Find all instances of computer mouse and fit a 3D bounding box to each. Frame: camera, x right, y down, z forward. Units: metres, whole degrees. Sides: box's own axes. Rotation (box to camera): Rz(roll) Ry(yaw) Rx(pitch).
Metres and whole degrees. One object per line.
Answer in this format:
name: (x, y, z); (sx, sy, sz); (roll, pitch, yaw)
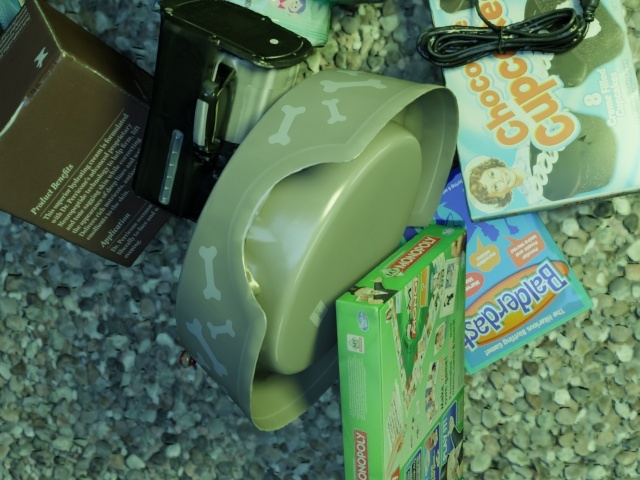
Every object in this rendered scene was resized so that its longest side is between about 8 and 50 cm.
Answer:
computer mouse: (0.184, -0.305, 0.817); (0.184, 0.060, 0.262); (0, 86, 11)

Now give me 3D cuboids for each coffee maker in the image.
coffee maker: (-0.106, -0.121, 0.757); (0.171, 0.120, 0.178); (42, 128, 32)

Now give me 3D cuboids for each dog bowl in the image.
dog bowl: (0.000, 0.000, 0.776); (0.102, 0.349, 0.348); (29, 101, 20)

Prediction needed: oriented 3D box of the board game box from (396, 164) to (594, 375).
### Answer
board game box: (0.181, 0.022, 0.937); (0.160, 0.047, 0.210); (-33, 93, 11)

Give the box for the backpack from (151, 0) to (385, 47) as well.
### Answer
backpack: (-0.047, -0.290, 0.834); (0.254, 0.225, 0.191); (4, 101, 3)

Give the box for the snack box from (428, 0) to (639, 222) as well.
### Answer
snack box: (0.218, -0.192, 0.866); (0.187, 0.060, 0.321); (-11, 85, 9)

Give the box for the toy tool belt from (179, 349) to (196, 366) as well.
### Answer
toy tool belt: (-0.135, 0.117, 0.992); (0.051, 0.052, 0.083); (17, 101, 13)

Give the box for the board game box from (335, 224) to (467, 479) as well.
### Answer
board game box: (0.091, 0.166, 0.853); (0.046, 0.213, 0.317); (9, 114, 29)

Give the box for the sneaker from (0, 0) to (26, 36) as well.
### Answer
sneaker: (-0.380, -0.292, 0.918); (0.130, 0.147, 0.329); (-10, 96, 9)

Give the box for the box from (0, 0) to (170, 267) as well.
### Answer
box: (-0.249, -0.110, 0.870); (0.168, 0.167, 0.203); (-48, 132, 10)
